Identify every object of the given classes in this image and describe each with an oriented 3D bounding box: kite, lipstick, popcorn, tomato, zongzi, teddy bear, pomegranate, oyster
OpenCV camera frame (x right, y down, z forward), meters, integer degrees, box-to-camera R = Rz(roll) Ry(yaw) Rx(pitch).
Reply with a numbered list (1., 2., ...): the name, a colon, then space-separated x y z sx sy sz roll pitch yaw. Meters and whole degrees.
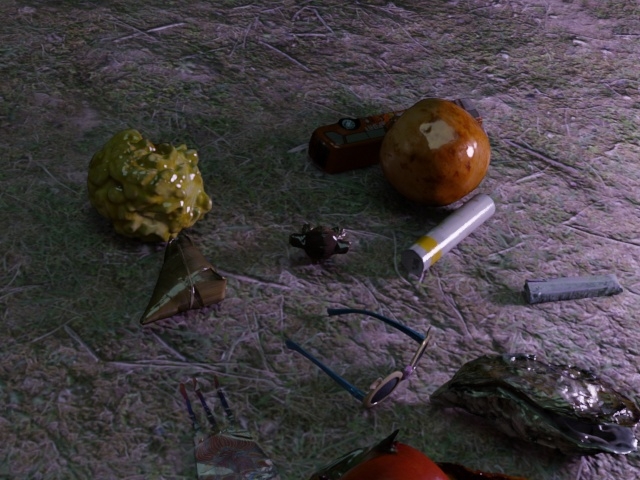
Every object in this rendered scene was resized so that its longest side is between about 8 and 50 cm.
1. kite: -0.157 0.309 1.594 0.127 0.016 0.229 -7 47 -23
2. lipstick: 0.260 -0.017 2.002 0.059 0.059 0.264 34 47 25
3. popcorn: -0.326 -0.109 1.897 0.235 0.181 0.216 2 40 -19
4. tomato: 0.072 0.394 1.364 0.256 0.256 0.224 -35 85 -39
5. zongzi: -0.277 0.072 1.789 0.176 0.078 0.160 -22 45 -26
6. teddy bear: -0.001 0.009 1.904 0.119 0.077 0.160 9 3 1
7. pomegranate: 0.230 -0.182 2.052 0.248 0.248 0.248 6 42 -5
8. oyster: 0.358 0.270 1.658 0.351 0.158 0.162 8 -1 8

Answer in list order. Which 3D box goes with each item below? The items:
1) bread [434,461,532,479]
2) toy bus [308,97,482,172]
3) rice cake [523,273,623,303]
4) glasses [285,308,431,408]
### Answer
1. bread: 0.272 0.419 1.506 0.269 0.095 0.139 10 37 22
2. toy bus: 0.170 -0.237 2.204 0.409 0.093 0.092 -14 54 -24
3. rice cake: 0.495 0.091 1.945 0.211 0.034 0.043 -4 47 -16
4. glasses: 0.068 0.202 1.739 0.221 0.088 0.190 15 38 37
